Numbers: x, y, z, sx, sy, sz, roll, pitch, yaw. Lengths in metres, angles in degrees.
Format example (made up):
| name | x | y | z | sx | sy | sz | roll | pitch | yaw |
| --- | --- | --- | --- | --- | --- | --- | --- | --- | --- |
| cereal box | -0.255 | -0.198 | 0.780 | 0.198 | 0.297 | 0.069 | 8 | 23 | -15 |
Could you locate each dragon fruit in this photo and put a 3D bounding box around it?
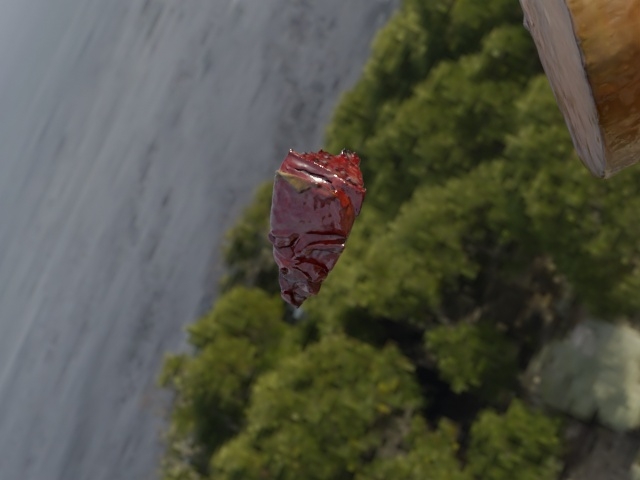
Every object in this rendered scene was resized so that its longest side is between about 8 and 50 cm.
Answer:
| name | x | y | z | sx | sy | sz | roll | pitch | yaw |
| --- | --- | --- | --- | --- | --- | --- | --- | --- | --- |
| dragon fruit | 0.003 | 0.001 | 1.202 | 0.097 | 0.063 | 0.131 | -14 | -50 | -52 |

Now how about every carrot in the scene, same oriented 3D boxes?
| name | x | y | z | sx | sy | sz | roll | pitch | yaw |
| --- | --- | --- | --- | --- | --- | --- | --- | --- | --- |
| carrot | 0.234 | -0.163 | 0.883 | 0.254 | 0.196 | 0.196 | -20 | 24 | 6 |
